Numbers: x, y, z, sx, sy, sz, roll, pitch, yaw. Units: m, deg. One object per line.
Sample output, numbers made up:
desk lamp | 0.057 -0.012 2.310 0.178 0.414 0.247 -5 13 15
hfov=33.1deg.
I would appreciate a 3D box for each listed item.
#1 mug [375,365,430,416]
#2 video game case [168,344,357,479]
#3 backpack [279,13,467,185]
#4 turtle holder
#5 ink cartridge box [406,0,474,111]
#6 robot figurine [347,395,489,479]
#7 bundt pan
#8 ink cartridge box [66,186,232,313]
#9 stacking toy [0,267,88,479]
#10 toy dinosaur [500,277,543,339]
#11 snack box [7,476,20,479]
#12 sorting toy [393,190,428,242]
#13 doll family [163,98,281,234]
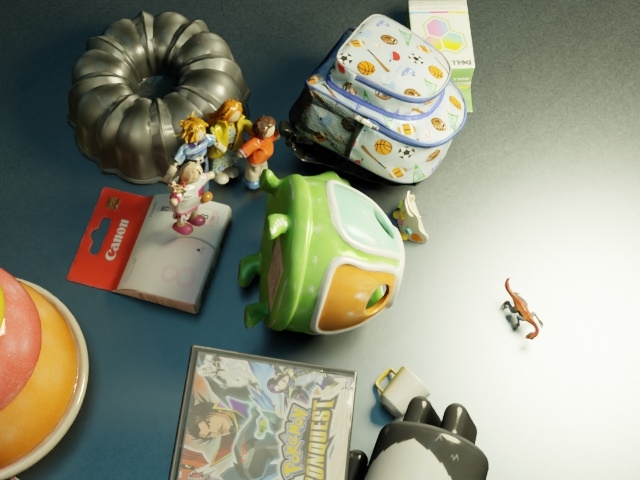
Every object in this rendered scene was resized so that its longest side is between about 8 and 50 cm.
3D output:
mug | 0.124 0.239 1.678 0.064 0.078 0.062 -44 104 -10
video game case | -0.083 0.298 1.524 0.248 0.035 0.275 10 64 -6
backpack | 0.113 -0.231 1.808 0.263 0.213 0.276 35 50 0
turtle holder | -0.002 0.020 1.702 0.227 0.320 0.243 8 98 -12
ink cartridge box | 0.217 -0.335 1.947 0.108 0.062 0.209 -1 64 -2
robot figurine | 0.141 0.367 1.540 0.173 0.209 0.278 31 64 -19
bundt pan | -0.289 -0.266 1.876 0.330 0.124 0.331 0 64 0
ink cartridge box | -0.284 0.005 1.782 0.232 0.066 0.189 16 65 2
stacking toy | -0.527 0.113 1.483 0.350 0.480 0.351 1 60 -2
toy dinosaur | 0.321 0.119 1.727 0.047 0.090 0.082 -36 37 -1
snack box | -0.433 0.428 1.582 0.141 0.037 0.100 34 69 15
sorting toy | 0.150 -0.045 1.797 0.044 0.075 0.083 -13 64 -7
doll family | -0.181 -0.140 1.747 0.118 0.163 0.263 34 49 23
